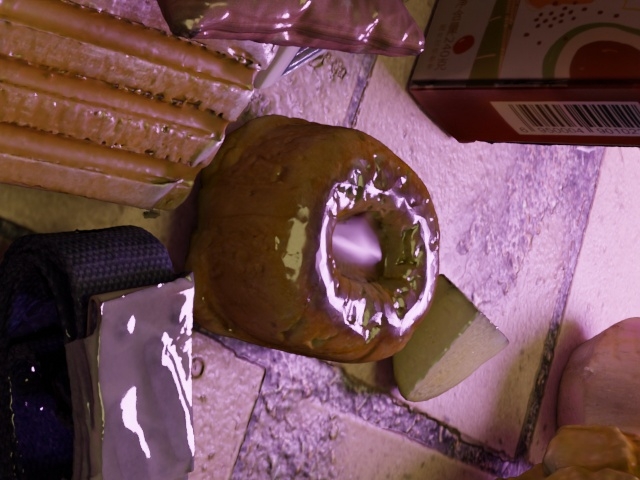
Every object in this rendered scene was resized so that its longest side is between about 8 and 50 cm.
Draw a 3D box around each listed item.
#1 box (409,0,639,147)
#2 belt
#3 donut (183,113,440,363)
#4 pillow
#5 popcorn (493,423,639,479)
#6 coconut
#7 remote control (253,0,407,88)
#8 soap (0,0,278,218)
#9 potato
[{"bbox_3d":[0.309,-0.288,1.208,0.122,0.344,0.385,36,67,-46],"label":"box"},{"bbox_3d":[-0.156,0.106,0.863,0.126,0.140,0.230,-5,97,-49],"label":"belt"},{"bbox_3d":[0.000,0.000,1.047,0.261,0.128,0.208,13,84,-52],"label":"donut"},{"bbox_3d":[-0.053,-0.219,0.812,0.223,0.084,0.236,-5,58,-48],"label":"pillow"},{"bbox_3d":[0.297,0.378,1.323,0.334,0.292,0.293,-49,174,4],"label":"popcorn"},{"bbox_3d":[0.425,0.204,1.508,0.237,0.237,0.197,-52,129,-32],"label":"coconut"},{"bbox_3d":[0.038,-0.230,1.075,0.055,0.103,0.277,47,50,4],"label":"remote control"},{"bbox_3d":[-0.174,-0.117,0.807,0.274,0.089,0.173,10,121,-51],"label":"soap"},{"bbox_3d":[0.122,0.109,1.272,0.120,0.081,0.149,-46,153,2],"label":"potato"}]
